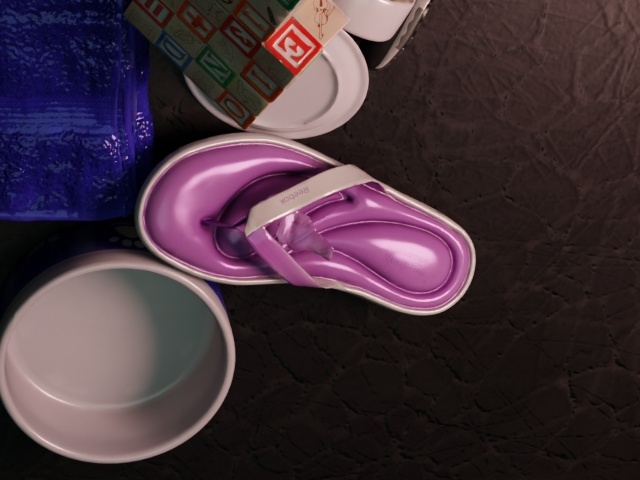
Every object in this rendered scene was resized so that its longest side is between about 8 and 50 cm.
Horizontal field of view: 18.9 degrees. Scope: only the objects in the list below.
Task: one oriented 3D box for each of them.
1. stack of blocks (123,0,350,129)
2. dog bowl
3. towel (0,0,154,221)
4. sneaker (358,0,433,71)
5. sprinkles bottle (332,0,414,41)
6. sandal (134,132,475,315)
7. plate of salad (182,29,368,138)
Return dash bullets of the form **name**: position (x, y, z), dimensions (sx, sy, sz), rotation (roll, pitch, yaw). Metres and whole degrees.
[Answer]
- **stack of blocks**: position (-0.064, -0.233, 1.809), dimensions (0.171, 0.297, 0.087), rotation (43, 66, -3)
- **dog bowl**: position (-0.232, 0.113, 2.142), dimensions (0.265, 0.104, 0.265), rotation (-5, 120, -9)
- **towel**: position (-0.285, -0.160, 1.993), dimensions (0.227, 0.076, 0.308), rotation (-3, 120, -10)
- **sneaker**: position (0.081, -0.316, 1.977), dimensions (0.124, 0.107, 0.283), rotation (25, 112, -3)
- **sprinkles bottle**: position (0.108, -0.364, 1.836), dimensions (0.121, 0.121, 0.355), rotation (24, 114, -22)
- **sandal**: position (0.003, -0.015, 2.082), dimensions (0.416, 0.102, 0.169), rotation (11, 95, -27)
- **plate of salad**: position (-0.047, -0.184, 2.027), dimensions (0.199, 0.048, 0.200), rotation (5, 138, 4)
